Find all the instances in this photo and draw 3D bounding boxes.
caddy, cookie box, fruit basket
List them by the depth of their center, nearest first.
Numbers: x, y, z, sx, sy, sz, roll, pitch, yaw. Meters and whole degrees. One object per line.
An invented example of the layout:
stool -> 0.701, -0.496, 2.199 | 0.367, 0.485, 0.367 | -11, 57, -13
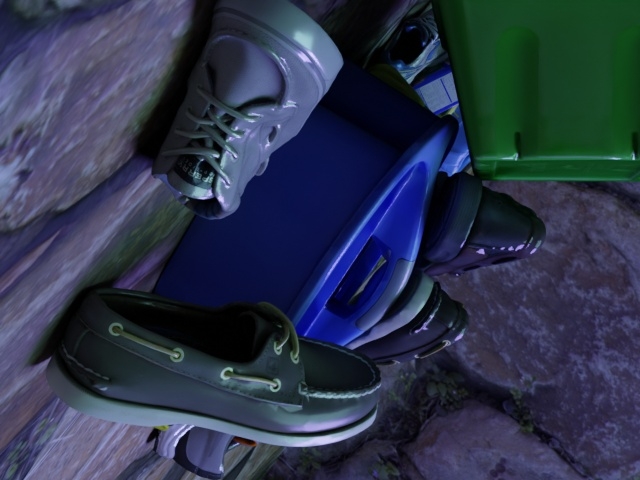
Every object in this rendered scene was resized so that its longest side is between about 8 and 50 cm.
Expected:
fruit basket -> 0.237, -0.239, 1.523 | 0.392, 0.283, 0.392 | 0, 90, -85
caddy -> 0.000, 0.000, 1.601 | 0.341, 0.179, 0.241 | -57, 170, 32
cookie box -> 0.119, -0.162, 1.816 | 0.107, 0.040, 0.092 | -26, -164, 2

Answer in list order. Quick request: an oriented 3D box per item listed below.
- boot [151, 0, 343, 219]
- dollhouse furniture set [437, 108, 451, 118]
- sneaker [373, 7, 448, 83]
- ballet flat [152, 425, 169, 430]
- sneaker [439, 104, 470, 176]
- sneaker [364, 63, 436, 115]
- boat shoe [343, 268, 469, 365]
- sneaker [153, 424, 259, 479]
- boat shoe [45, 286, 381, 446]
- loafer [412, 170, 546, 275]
boot -> -0.057, -0.082, 1.192 | 0.123, 0.095, 0.258 | -58, 174, -11
dollhouse furniture set -> 0.131, -0.190, 1.924 | 0.076, 0.058, 0.152 | -54, 172, -23
sneaker -> 0.103, -0.202, 1.767 | 0.135, 0.052, 0.058 | -48, 167, -31
ballet flat -> -0.165, 0.136, 1.627 | 0.231, 0.077, 0.077 | 111, -12, -74
sneaker -> 0.194, -0.176, 2.132 | 0.240, 0.126, 0.091 | -52, 172, -2
sneaker -> 0.029, -0.045, 1.766 | 0.109, 0.123, 0.295 | -45, 170, -45
boat shoe -> 0.067, 0.088, 1.689 | 0.081, 0.068, 0.228 | -60, -166, -21
sneaker -> -0.094, 0.193, 2.185 | 0.271, 0.108, 0.100 | -49, 170, -30
boat shoe -> -0.071, 0.100, 1.435 | 0.305, 0.109, 0.091 | 9, 119, -30
loafer -> 0.143, -0.006, 1.669 | 0.302, 0.095, 0.109 | 173, -64, -87
